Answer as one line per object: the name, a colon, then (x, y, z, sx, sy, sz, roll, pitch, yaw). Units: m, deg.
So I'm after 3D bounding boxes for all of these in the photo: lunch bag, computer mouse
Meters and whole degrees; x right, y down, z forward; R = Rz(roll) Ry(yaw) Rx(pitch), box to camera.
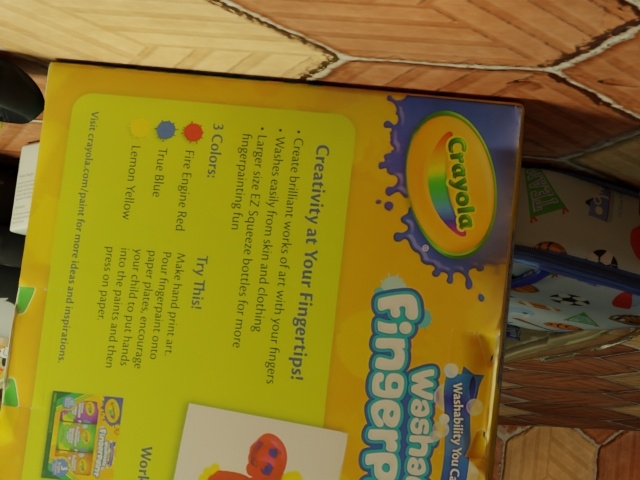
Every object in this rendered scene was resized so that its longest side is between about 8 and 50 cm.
lunch bag: (0.185, 0.014, 1.619, 0.243, 0.115, 0.303, 13, 167, -23)
computer mouse: (-0.328, -0.138, 1.329, 0.242, 0.041, 0.071, 14, 170, -6)

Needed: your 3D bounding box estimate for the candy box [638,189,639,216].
candy box: (0.366, -0.034, 1.399, 0.187, 0.053, 0.109, 9, 169, -20)

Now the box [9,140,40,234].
box: (-0.217, -0.043, 1.609, 0.102, 0.087, 0.101, 14, 168, -38)

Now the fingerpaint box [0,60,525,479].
fingerpaint box: (-0.046, 0.109, 1.342, 0.371, 0.444, 0.163, 5, 171, 6)

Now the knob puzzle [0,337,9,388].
knob puzzle: (-0.368, 0.075, 2.142, 0.213, 0.213, 0.030, 9, -161, -16)

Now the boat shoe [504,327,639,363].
boat shoe: (0.260, 0.098, 2.020, 0.104, 0.110, 0.307, 15, 167, -36)

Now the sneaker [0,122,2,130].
sneaker: (-0.337, -0.098, 1.489, 0.144, 0.053, 0.059, -13, 160, 39)

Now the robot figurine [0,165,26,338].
robot figurine: (-0.340, 0.010, 1.730, 0.278, 0.173, 0.209, 15, 131, -41)
